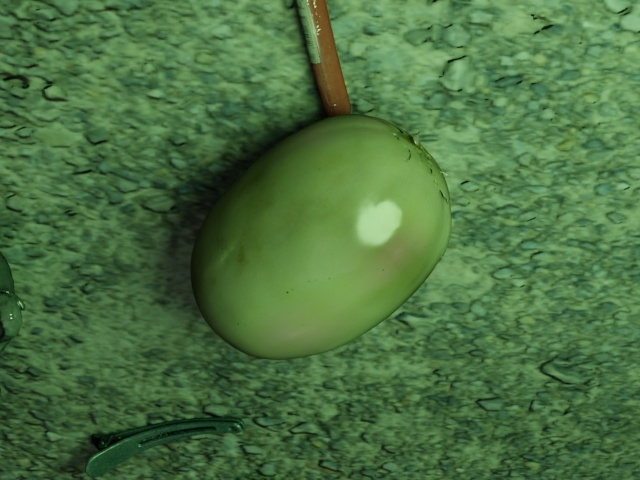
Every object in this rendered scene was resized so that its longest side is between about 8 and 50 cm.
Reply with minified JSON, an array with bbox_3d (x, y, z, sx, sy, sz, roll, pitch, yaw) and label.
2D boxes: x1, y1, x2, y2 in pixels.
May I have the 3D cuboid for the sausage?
[{"bbox_3d":[-0.004,-0.226,0.910,0.034,0.034,0.253,-9,124,7],"label":"sausage"}]

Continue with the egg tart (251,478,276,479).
[{"bbox_3d":[-0.097,0.444,1.342,0.197,0.078,0.197,0,122,0],"label":"egg tart"}]

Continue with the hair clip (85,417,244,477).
[{"bbox_3d":[-0.220,0.278,1.251,0.230,0.070,0.039,-16,119,3],"label":"hair clip"}]

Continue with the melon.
[{"bbox_3d":[0.000,0.000,0.950,0.223,0.223,0.317,40,114,-23],"label":"melon"}]

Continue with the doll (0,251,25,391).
[{"bbox_3d":[-0.474,0.100,1.096,0.246,0.158,0.340,49,133,6],"label":"doll"}]
